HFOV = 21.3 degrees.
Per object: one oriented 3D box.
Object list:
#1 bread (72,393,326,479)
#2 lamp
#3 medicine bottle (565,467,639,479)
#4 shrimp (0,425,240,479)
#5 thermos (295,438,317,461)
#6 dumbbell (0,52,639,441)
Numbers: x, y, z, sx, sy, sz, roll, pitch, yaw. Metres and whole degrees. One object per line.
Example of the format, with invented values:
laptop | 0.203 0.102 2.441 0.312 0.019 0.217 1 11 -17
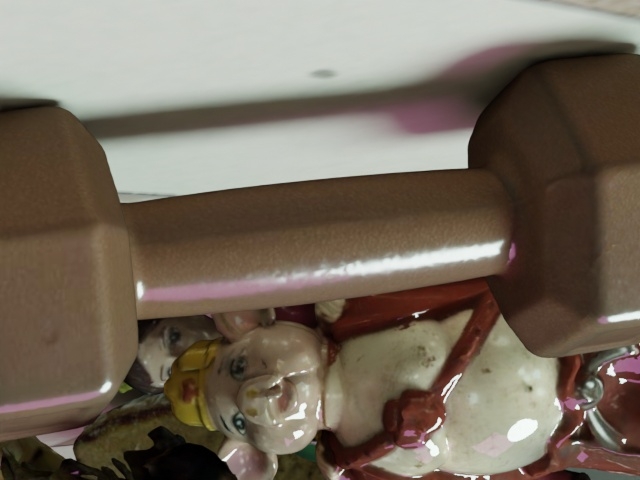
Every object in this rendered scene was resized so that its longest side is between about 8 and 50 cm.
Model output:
bread | 0.083 0.107 0.957 0.416 0.113 0.165 -11 167 5
lamp | 0.027 0.046 0.636 0.253 0.118 0.118 2 167 -1
medicine bottle | 0.152 0.088 0.750 0.132 0.188 0.088 -10 167 -2
shrimp | -0.087 0.081 0.586 0.054 0.222 0.290 -53 176 -15
thermos | -0.004 0.066 0.788 0.083 0.073 0.188 -12 168 0
dumbbell | 0.000 0.000 0.479 0.231 0.082 0.092 -7 168 -17
